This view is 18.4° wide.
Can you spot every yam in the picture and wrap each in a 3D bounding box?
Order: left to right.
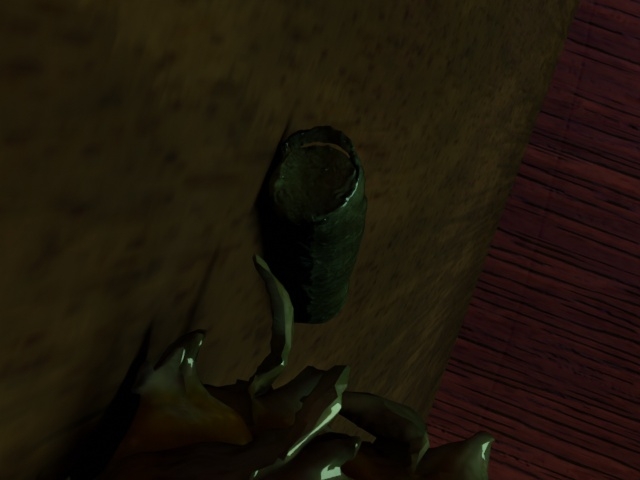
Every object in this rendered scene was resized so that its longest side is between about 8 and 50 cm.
[{"bbox_3d":[0.000,0.000,0.615,0.129,0.027,0.033,89,24,-74],"label":"yam"}]

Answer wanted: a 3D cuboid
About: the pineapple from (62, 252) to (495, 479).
[{"bbox_3d":[0.068,0.145,0.493,0.344,0.286,0.209,75,36,-80],"label":"pineapple"}]
